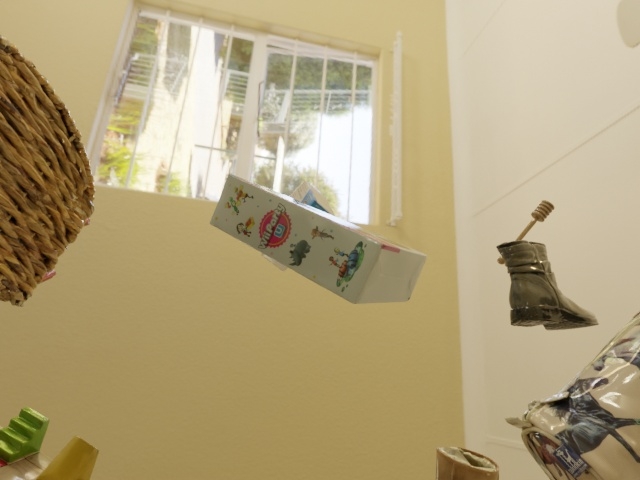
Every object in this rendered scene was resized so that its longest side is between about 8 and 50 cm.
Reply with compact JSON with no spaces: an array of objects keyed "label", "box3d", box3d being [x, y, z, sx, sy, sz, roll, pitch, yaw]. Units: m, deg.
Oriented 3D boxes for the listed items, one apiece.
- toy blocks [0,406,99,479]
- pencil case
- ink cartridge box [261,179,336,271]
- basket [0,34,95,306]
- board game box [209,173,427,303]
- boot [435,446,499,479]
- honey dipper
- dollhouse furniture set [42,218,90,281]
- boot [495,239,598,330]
[{"label":"toy blocks","box3d":[-0.458,0.337,0.503,0.261,0.381,0.191,19,89,-71]},{"label":"pencil case","box3d":[0.489,0.211,0.653,0.410,0.183,0.160,-40,170,-11]},{"label":"ink cartridge box","box3d":[-0.069,-0.041,1.144,0.203,0.086,0.148,-44,-150,12]},{"label":"basket","box3d":[-0.421,-0.101,0.462,0.299,0.223,0.214,93,13,-57]},{"label":"board game box","box3d":[0.000,0.000,0.739,0.224,0.303,0.098,14,99,-60]},{"label":"boot","box3d":[0.268,0.593,0.978,0.089,0.236,0.270,-12,107,-63]},{"label":"honey dipper","box3d":[0.415,-0.015,0.882,0.161,0.030,0.030,-48,-170,-5]},{"label":"dollhouse furniture set","box3d":[-0.710,0.011,0.955,0.201,0.152,0.374,-52,-174,9]},{"label":"boot","box3d":[0.431,0.081,0.812,0.083,0.246,0.161,-25,-121,49]}]
